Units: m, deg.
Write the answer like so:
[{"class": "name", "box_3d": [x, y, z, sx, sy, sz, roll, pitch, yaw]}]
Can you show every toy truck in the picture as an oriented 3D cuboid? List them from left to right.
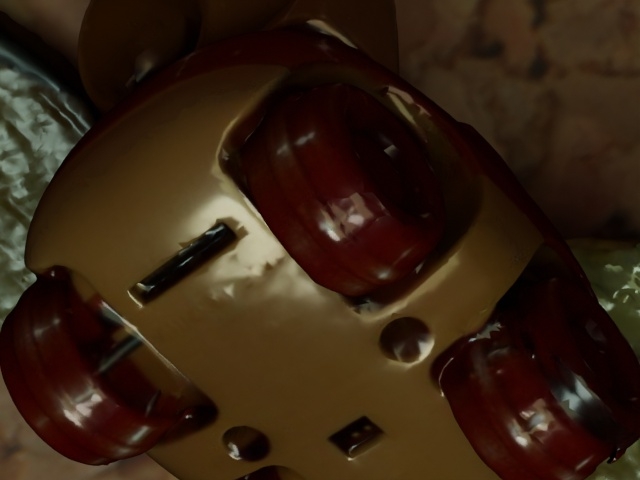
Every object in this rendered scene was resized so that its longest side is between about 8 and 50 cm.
[{"class": "toy truck", "box_3d": [0.000, 0.000, 0.707, 0.189, 0.239, 0.265, -34, 115, 24]}]

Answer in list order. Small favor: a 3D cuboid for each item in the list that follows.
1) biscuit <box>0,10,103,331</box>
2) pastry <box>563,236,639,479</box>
[{"class": "biscuit", "box_3d": [-0.181, -0.025, 0.779, 0.176, 0.031, 0.228, -17, 117, -2]}, {"class": "pastry", "box_3d": [0.134, 0.114, 0.819, 0.237, 0.170, 0.256, -45, 79, 11]}]
